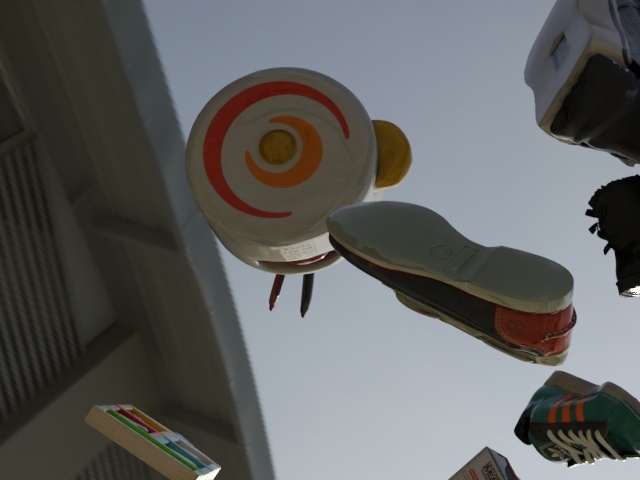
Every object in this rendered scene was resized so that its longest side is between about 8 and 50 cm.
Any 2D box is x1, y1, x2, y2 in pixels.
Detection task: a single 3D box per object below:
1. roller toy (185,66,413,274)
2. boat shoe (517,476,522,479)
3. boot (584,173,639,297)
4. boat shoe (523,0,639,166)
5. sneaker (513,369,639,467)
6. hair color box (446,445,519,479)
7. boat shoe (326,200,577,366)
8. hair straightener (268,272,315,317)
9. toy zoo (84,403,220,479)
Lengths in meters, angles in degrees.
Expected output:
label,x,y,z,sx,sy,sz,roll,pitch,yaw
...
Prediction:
label,x,y,z,sx,sy,sz,roll,pitch,yaw
roller toy,-0.032,-0.069,1.064,0.209,0.191,0.146,34,-11,15
boat shoe,0.301,0.398,1.476,0.224,0.073,0.080,38,-74,7
boot,0.293,-0.013,0.914,0.121,0.045,0.099,-28,-117,41
boat shoe,0.283,-0.149,0.960,0.158,0.340,0.127,25,-59,-3
sneaker,0.358,0.258,1.415,0.108,0.121,0.302,45,-9,-7
hair color box,0.154,0.298,1.148,0.043,0.072,0.141,33,-70,-35
boat shoe,0.058,0.018,0.501,0.137,0.049,0.043,22,-44,35
hair straightener,0.000,0.000,1.362,0.089,0.230,0.047,15,-36,-1
toy zoo,-0.257,0.326,1.687,0.192,0.030,0.293,33,-6,6
